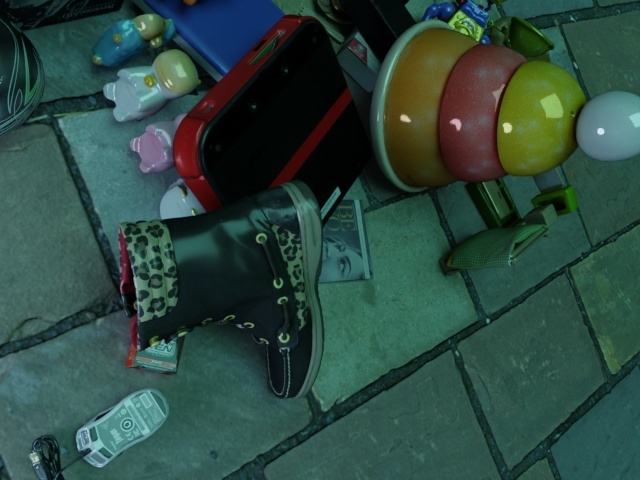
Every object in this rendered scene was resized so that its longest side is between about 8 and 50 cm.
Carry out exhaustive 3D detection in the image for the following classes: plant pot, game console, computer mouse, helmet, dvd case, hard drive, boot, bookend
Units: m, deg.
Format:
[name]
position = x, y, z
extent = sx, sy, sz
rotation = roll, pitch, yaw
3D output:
[plant pot]
position = 0.559, -0.513, 1.560
extent = 0.236, 0.032, 0.236
rotation = 8, 73, -30
[game console]
position = -0.057, -0.156, 0.980
extent = 0.386, 0.060, 0.342
rotation = -56, 139, -28
[computer mouse]
position = -0.309, 0.286, 0.819
extent = 0.193, 0.042, 0.106
rotation = -30, 91, -28
[helmet]
position = -0.465, -0.221, 0.770
extent = 0.169, 0.169, 0.161
rotation = -30, 93, -34
[dvd case]
position = 0.000, 0.000, 1.094
extent = 0.221, 0.018, 0.164
rotation = -1, 79, -32
[hard drive]
position = -0.151, -0.380, 1.029
extent = 0.319, 0.040, 0.210
rotation = 43, 57, -7
[boot]
position = -0.141, 0.106, 0.855
extent = 0.284, 0.138, 0.377
rotation = -12, 121, -28
[bookend]
position = 0.150, -0.485, 1.195
extent = 0.157, 0.072, 0.156
rotation = -40, 96, -32

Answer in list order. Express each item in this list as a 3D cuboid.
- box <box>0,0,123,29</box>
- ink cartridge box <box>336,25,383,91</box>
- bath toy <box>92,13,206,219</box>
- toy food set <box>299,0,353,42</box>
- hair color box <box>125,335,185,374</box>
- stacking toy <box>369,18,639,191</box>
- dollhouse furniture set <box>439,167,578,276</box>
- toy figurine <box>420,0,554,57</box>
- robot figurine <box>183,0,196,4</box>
[box]
position = -0.424, -0.435, 0.757
extent = 0.343, 0.313, 0.178
rotation = -30, 96, -33
[ink cartridge box]
position = 0.113, -0.419, 1.237
extent = 0.109, 0.063, 0.150
rotation = 38, 62, -17
[bath toy]
position = -0.233, -0.182, 0.929
extent = 0.129, 0.151, 0.348
rotation = -28, 99, -56
[toy food set]
position = 0.041, -0.532, 1.231
extent = 0.132, 0.038, 0.192
rotation = 30, 65, -19
[hair color box]
position = -0.249, 0.134, 0.890
extent = 0.072, 0.043, 0.141
rotation = 19, 68, -27
[stacking toy]
position = 0.367, -0.226, 1.063
extent = 0.351, 0.480, 0.350
rotation = -23, 121, -44
[dollhouse furniture set]
position = 0.392, -0.061, 1.246
extent = 0.302, 0.198, 0.151
rotation = -32, 97, -34
[toy figurine]
position = 0.359, -0.495, 1.392
extent = 0.363, 0.191, 0.217
rotation = 33, 93, -15
[robot figurine]
position = -0.204, -0.499, 0.948
extent = 0.128, 0.158, 0.219
rotation = 62, 37, -53
